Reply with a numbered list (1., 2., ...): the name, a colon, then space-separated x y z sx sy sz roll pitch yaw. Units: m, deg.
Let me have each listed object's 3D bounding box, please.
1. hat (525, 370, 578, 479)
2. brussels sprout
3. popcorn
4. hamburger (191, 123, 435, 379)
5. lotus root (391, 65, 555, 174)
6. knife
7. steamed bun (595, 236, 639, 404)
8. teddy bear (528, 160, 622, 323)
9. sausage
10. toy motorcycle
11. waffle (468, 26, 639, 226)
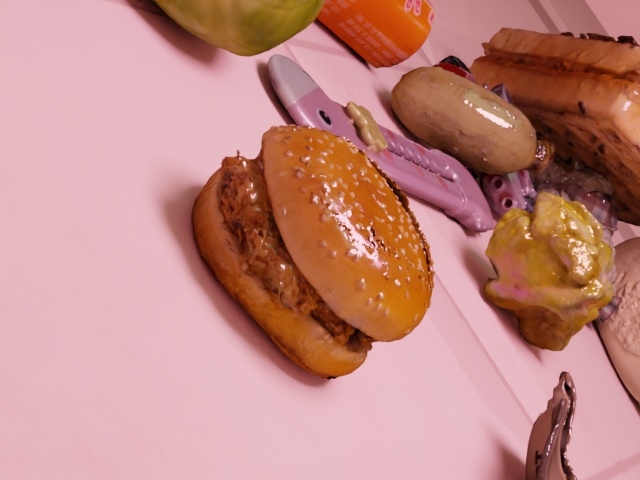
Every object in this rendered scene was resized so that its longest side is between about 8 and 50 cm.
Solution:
1. hat: 0.193 0.195 1.611 0.147 0.085 0.175 59 22 5
2. brussels sprout: -0.083 -0.252 1.633 0.223 0.161 0.223 25 51 -35
3. popcorn: 0.222 0.028 1.930 0.145 0.125 0.126 90 18 -46
4. hamburger: -0.004 -0.001 1.414 0.191 0.118 0.182 37 20 -32
5. lotus root: 0.156 -0.116 2.052 0.183 0.077 0.090 29 -4 -10
6. knife: 0.069 -0.083 1.890 0.398 0.038 0.132 24 37 -60
7. steamed bun: 0.419 0.112 2.233 0.200 0.154 0.250 35 26 -44
8. teddy bear: 0.289 -0.016 2.209 0.133 0.111 0.213 31 28 -53
9. sausage: -0.006 -0.281 1.980 0.312 0.093 0.093 35 25 -46
10. toy motorcycle: 0.174 -0.113 2.143 0.122 0.082 0.213 9 51 -63
11. waffle: 0.340 -0.118 2.271 0.261 0.114 0.376 41 -8 -24
